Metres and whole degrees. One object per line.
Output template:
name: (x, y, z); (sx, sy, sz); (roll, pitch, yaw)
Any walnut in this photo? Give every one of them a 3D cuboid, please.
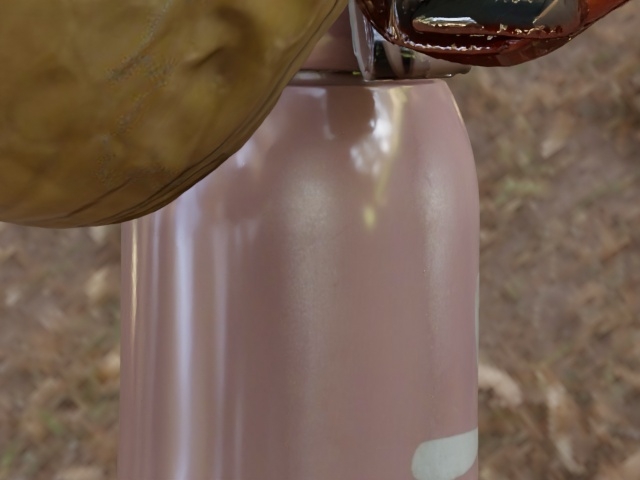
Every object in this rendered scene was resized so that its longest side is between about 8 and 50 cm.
walnut: (-0.063, -0.100, 0.563); (0.197, 0.165, 0.165); (-50, 31, 17)

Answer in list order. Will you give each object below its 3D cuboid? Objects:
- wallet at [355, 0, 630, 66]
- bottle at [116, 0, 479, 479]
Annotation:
wallet: (0.118, -0.123, 0.604); (0.204, 0.045, 0.142); (-35, 18, -16)
bottle: (0.000, 0.000, 0.912); (0.206, 0.173, 0.297); (-163, 74, -64)
